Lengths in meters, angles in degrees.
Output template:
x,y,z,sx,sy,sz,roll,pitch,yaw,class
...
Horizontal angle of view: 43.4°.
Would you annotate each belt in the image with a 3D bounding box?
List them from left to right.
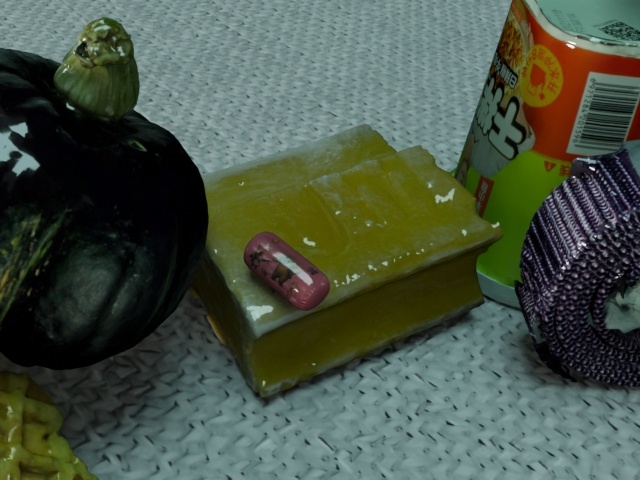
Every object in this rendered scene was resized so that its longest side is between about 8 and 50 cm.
x,y,z,sx,sy,sz,roll,pitch,yaw,class
0.354,0.024,0.759,0.324,0.260,0.122,-6,39,1,belt

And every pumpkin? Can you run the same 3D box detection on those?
x,y,z,sx,sy,sz,roll,pitch,yaw,class
-0.220,-0.059,0.666,0.295,0.296,0.296,4,40,-3,pumpkin

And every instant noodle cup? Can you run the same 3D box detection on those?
x,y,z,sx,sy,sz,roll,pitch,yaw,class
0.290,-0.117,0.887,0.293,0.308,0.294,4,40,-3,instant noodle cup

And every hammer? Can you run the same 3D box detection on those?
x,y,z,sx,sy,sz,roll,pitch,yaw,class
-0.031,0.027,0.699,0.083,0.043,0.043,39,49,21,hammer

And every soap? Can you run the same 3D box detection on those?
x,y,z,sx,sy,sz,roll,pitch,yaw,class
0.000,0.000,0.849,0.281,0.143,0.259,-22,48,-23,soap

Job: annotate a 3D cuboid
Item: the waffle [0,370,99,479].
x,y,z,sx,sy,sz,roll,pitch,yaw,class
-0.268,0.182,0.517,0.307,0.060,0.312,47,21,-6,waffle
